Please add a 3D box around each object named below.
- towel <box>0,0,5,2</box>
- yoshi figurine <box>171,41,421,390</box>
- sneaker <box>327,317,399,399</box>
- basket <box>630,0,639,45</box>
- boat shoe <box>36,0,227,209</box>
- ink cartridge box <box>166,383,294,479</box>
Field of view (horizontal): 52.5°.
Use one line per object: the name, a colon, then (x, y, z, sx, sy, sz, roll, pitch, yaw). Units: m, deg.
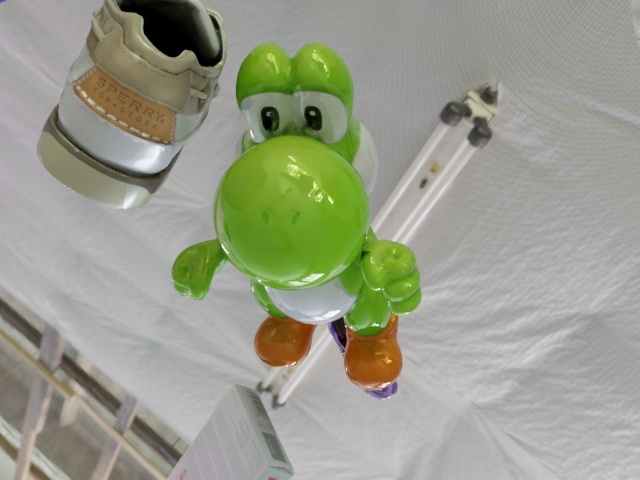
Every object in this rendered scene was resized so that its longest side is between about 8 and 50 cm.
towel: (-0.504, -0.338, 0.723, 0.308, 0.228, 0.076, 37, -28, 7)
yoshi figurine: (-0.015, 0.020, 0.549, 0.203, 0.203, 0.362, 50, -19, 37)
sneaker: (0.055, 0.173, 0.980, 0.068, 0.071, 0.170, -35, -88, 9)
basket: (0.239, -0.196, 0.358, 0.113, 0.103, 0.167, 20, -32, 47)
boat shoe: (-0.117, -0.138, 0.489, 0.113, 0.302, 0.103, 27, -64, -23)
ink cartridge box: (-0.113, 0.279, 0.743, 0.045, 0.145, 0.179, 27, -78, -31)
